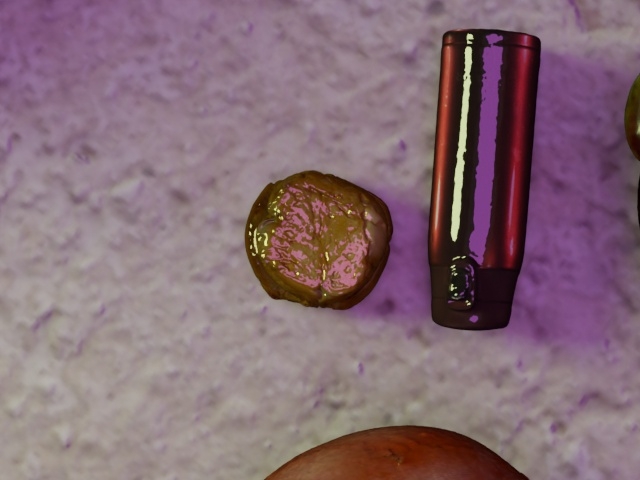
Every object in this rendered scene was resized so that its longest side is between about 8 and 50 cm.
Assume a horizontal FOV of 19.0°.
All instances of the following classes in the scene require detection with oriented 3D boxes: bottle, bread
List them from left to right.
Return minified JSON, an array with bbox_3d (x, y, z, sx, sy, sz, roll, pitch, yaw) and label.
[{"bbox_3d":[0.000,0.000,1.062,0.083,0.046,0.081,-16,83,0],"label":"bread"},{"bbox_3d":[0.088,-0.032,1.059,0.060,0.060,0.164,4,88,-2],"label":"bottle"}]

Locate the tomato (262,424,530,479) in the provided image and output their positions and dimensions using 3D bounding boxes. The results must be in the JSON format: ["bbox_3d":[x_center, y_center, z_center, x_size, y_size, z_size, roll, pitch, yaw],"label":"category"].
[{"bbox_3d":[0.044,0.199,0.979,0.184,0.208,0.208,-3,88,-17],"label":"tomato"}]

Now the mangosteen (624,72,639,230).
[{"bbox_3d":[0.259,-0.023,0.975,0.216,0.216,0.216,0,88,-2],"label":"mangosteen"}]
